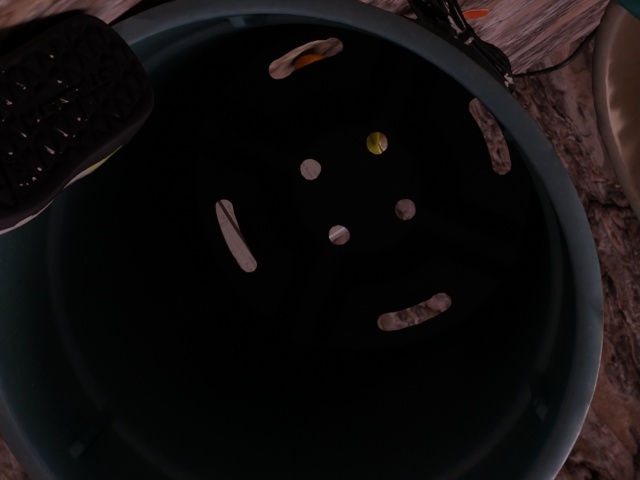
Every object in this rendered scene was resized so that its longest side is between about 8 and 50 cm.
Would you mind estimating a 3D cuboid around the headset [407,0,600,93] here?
[{"bbox_3d":[0.260,-0.244,1.274,0.394,0.185,0.243,-37,-160,8],"label":"headset"}]

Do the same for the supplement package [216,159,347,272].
[{"bbox_3d":[-0.083,-0.018,1.653,0.244,0.134,0.139,-33,178,6],"label":"supplement package"}]

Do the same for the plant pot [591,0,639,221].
[{"bbox_3d":[0.378,-0.101,0.965,0.305,0.334,0.334,-39,-179,-20],"label":"plant pot"}]

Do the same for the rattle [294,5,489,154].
[{"bbox_3d":[0.058,-0.176,1.483,0.200,0.143,0.130,-47,-145,-14],"label":"rattle"}]

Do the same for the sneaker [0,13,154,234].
[{"bbox_3d":[-0.158,-0.033,0.767,0.097,0.084,0.234,-32,179,28],"label":"sneaker"}]

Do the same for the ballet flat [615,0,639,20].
[{"bbox_3d":[0.127,-0.154,0.501,0.147,0.147,0.409,-33,161,11],"label":"ballet flat"}]

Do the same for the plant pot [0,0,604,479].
[{"bbox_3d":[0.000,0.000,1.059,0.341,0.341,0.334,-33,-173,15],"label":"plant pot"}]
